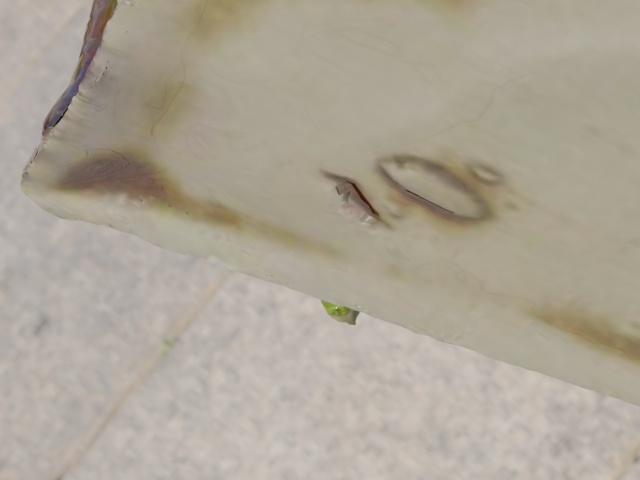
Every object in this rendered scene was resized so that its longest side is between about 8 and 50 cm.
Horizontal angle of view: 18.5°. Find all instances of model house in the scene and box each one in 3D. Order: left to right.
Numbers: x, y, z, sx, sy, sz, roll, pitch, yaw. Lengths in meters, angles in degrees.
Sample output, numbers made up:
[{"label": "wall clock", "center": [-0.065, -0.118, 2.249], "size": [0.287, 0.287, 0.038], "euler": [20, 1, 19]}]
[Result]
[{"label": "model house", "center": [0.109, -0.132, 0.518], "size": [0.317, 0.297, 0.282], "euler": [-51, 14, 58]}]

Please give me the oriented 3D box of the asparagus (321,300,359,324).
[{"label": "asparagus", "center": [0.001, 0.000, 0.807], "size": [0.025, 0.108, 0.021], "euler": [-19, 51, -1]}]
